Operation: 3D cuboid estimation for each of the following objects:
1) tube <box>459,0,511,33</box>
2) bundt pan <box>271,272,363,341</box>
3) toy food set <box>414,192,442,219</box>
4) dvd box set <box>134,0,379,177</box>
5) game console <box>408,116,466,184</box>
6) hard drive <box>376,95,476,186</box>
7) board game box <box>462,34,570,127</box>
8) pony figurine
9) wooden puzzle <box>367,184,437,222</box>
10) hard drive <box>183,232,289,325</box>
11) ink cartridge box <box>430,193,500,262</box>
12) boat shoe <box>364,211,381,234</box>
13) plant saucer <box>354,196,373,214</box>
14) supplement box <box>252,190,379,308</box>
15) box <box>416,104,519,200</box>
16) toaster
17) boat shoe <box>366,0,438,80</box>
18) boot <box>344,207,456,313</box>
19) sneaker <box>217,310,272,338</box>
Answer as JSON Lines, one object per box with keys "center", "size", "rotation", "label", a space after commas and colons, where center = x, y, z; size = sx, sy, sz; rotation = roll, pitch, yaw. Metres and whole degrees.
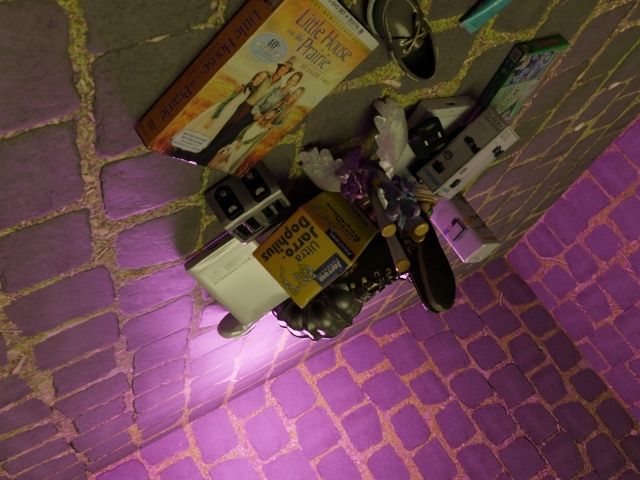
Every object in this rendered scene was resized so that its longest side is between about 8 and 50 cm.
{"center": [0.420, -0.564, 1.374], "size": [0.207, 0.052, 0.080], "rotation": [-39, 155, 28], "label": "tube"}
{"center": [-0.027, 0.151, 1.883], "size": [0.331, 0.331, 0.124], "rotation": [-35, 161, 2], "label": "bundt pan"}
{"center": [0.298, -0.094, 1.853], "size": [0.128, 0.071, 0.218], "rotation": [8, 174, 1], "label": "toy food set"}
{"center": [-0.109, -0.302, 1.141], "size": [0.420, 0.062, 0.307], "rotation": [-41, 159, 18], "label": "dvd box set"}
{"center": [0.341, -0.283, 1.748], "size": [0.213, 0.044, 0.361], "rotation": [-40, 160, 9], "label": "game console"}
{"center": [0.293, -0.286, 1.795], "size": [0.233, 0.047, 0.353], "rotation": [-16, 153, -40], "label": "hard drive"}
{"center": [0.594, -0.477, 1.819], "size": [0.213, 0.046, 0.317], "rotation": [-21, 156, -31], "label": "board game box"}
{"center": [0.146, -0.143, 1.565], "size": [0.303, 0.363, 0.351], "rotation": [-27, 144, 3], "label": "pony figurine"}
{"center": [0.281, -0.106, 2.015], "size": [0.238, 0.044, 0.221], "rotation": [1, 147, -39], "label": "wooden puzzle"}
{"center": [-0.222, 0.108, 1.721], "size": [0.203, 0.040, 0.307], "rotation": [-35, 133, 2], "label": "hard drive"}
{"center": [0.574, -0.055, 2.392], "size": [0.117, 0.278, 0.201], "rotation": [-44, 157, 27], "label": "ink cartridge box"}
{"center": [0.207, -0.031, 1.965], "size": [0.158, 0.127, 0.340], "rotation": [-24, 157, 5], "label": "boat shoe"}
{"center": [0.158, -0.113, 2.004], "size": [0.168, 0.029, 0.168], "rotation": [-30, 160, -12], "label": "plant saucer"}
{"center": [0.000, 0.000, 1.623], "size": [0.194, 0.195, 0.356], "rotation": [-43, 180, 22], "label": "supplement box"}
{"center": [0.446, -0.256, 1.784], "size": [0.290, 0.087, 0.169], "rotation": [-43, 158, 18], "label": "box"}
{"center": [-0.170, -0.089, 1.452], "size": [0.168, 0.110, 0.186], "rotation": [-33, 160, 0], "label": "toaster"}
{"center": [0.182, -0.431, 1.237], "size": [0.109, 0.091, 0.305], "rotation": [-44, 158, 8], "label": "boat shoe"}
{"center": [0.217, 0.097, 1.706], "size": [0.138, 0.377, 0.284], "rotation": [26, 128, -39], "label": "boot"}
{"center": [-0.238, 0.232, 2.103], "size": [0.305, 0.114, 0.152], "rotation": [-31, 146, -19], "label": "sneaker"}
